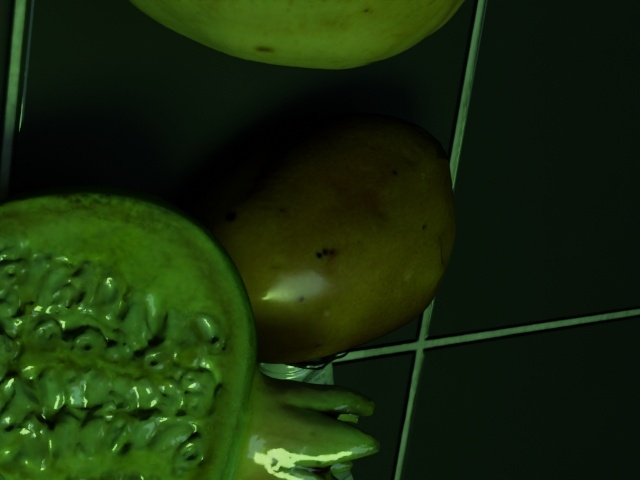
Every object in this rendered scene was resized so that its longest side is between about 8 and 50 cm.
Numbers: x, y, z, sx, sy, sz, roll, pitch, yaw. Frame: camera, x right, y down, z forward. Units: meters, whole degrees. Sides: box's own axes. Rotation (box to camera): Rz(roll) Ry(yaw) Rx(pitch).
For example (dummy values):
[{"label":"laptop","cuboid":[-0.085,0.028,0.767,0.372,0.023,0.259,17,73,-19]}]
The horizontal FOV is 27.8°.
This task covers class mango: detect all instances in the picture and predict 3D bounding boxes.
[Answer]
[{"label":"mango","cuboid":[0.000,0.000,1.104,0.287,0.201,0.153,-34,168,-38]}]

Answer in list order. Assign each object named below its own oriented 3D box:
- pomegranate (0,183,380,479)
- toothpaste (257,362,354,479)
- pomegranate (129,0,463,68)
[{"label":"pomegranate","cuboid":[-0.146,0.130,0.934,0.358,0.216,0.310,14,65,-13]},{"label":"toothpaste","cuboid":[-0.019,0.172,1.238,0.096,0.061,0.266,-36,134,-29]},{"label":"pomegranate","cuboid":[-0.018,-0.277,0.888,0.332,0.332,0.333,-17,117,-37]}]
